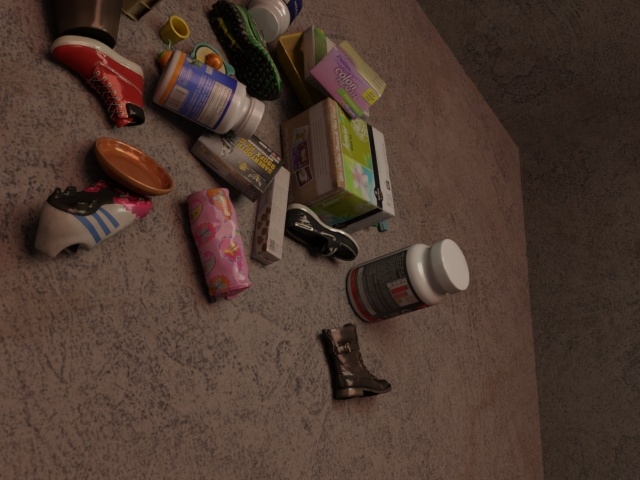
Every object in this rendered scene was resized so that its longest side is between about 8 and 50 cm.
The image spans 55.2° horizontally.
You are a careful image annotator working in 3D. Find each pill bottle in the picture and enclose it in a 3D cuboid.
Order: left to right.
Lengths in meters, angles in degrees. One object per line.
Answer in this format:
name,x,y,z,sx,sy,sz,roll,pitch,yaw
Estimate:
pill bottle,-0.293,-0.379,1.635,0.272,0.152,0.152,23,52,-23
pill bottle,-0.163,-0.794,2.108,0.153,0.153,0.265,50,39,-25
pill bottle,0.286,0.131,2.019,0.210,0.363,0.210,29,50,-42

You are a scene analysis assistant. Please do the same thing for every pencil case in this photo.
pencil case,-0.258,0.008,1.570,0.124,0.124,0.284,-7,79,-55

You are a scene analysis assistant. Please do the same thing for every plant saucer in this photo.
plant saucer,-0.436,-0.165,1.419,0.200,0.037,0.200,36,16,-11
plant saucer,-0.022,-0.598,2.257,0.333,0.081,0.333,62,35,-8

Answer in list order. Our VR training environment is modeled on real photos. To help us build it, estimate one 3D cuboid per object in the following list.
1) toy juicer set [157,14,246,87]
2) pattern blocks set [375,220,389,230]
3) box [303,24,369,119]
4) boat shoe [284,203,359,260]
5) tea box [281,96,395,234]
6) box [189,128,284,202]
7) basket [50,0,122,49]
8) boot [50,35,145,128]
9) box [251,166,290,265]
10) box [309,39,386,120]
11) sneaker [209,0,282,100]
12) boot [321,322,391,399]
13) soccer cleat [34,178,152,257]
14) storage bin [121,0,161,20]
toy juicer set,-0.325,-0.478,1.767,0.329,0.089,0.209,34,46,-40
pattern blocks set,0.180,-0.195,2.329,0.285,0.026,0.325,24,52,-57
box,0.060,-0.611,2.257,0.322,0.058,0.232,29,50,-44
boat shoe,0.000,0.000,1.936,0.302,0.114,0.091,30,47,-26
tea box,0.058,-0.235,2.038,0.323,0.220,0.329,20,56,-47
box,-0.231,-0.241,1.741,0.231,0.056,0.183,40,40,-11
basket,-0.556,-0.575,1.450,0.204,0.154,0.227,-3,78,-11
boot,-0.517,-0.364,1.448,0.244,0.088,0.176,17,60,-53
box,-0.145,-0.082,1.816,0.067,0.063,0.324,35,46,-41
box,0.098,-0.536,2.030,0.213,0.117,0.243,45,23,-10
sneaker,-0.210,-0.611,1.959,0.146,0.134,0.344,-34,99,-56
boot,0.116,0.368,1.899,0.263,0.091,0.229,11,64,-49
soccer cleat,-0.486,-0.046,1.310,0.116,0.143,0.331,30,14,10
storage bin,-0.476,-0.741,1.553,0.260,0.262,0.123,43,42,-31
